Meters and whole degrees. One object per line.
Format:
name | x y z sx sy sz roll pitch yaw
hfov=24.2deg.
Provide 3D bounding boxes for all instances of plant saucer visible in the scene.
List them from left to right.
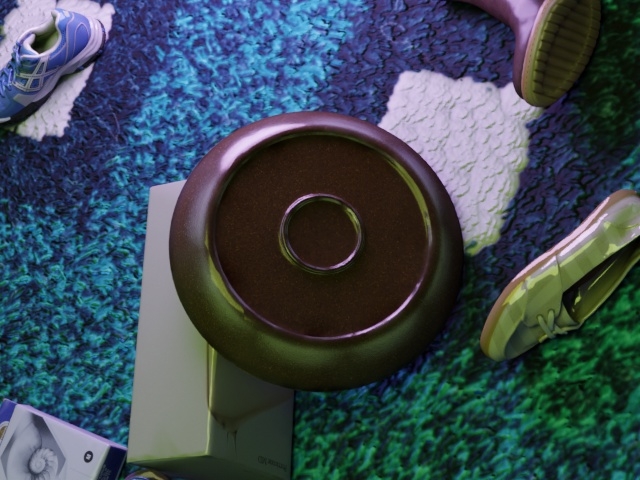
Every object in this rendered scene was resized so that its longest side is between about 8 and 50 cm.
plant saucer | 0.000 0.000 1.540 0.311 0.050 0.310 3 70 -7

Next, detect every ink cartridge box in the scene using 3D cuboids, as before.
ink cartridge box | -0.354 0.312 1.761 0.224 0.045 0.223 14 80 36

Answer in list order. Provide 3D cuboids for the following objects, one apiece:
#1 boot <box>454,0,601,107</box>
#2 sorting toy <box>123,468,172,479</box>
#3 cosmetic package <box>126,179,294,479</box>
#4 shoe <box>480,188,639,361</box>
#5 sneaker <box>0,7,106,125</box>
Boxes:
boot | 0.202 -0.261 1.617 0.207 0.090 0.248 6 77 47
sorting toy | -0.088 0.364 1.457 0.127 0.126 0.365 -40 72 -5
cosmetic package | -0.110 0.100 1.615 0.113 0.160 0.309 -11 68 30
shoe | 0.244 0.043 1.459 0.219 0.076 0.058 -46 49 7
sneaker | -0.383 -0.233 1.967 0.211 0.081 0.080 -40 57 16
